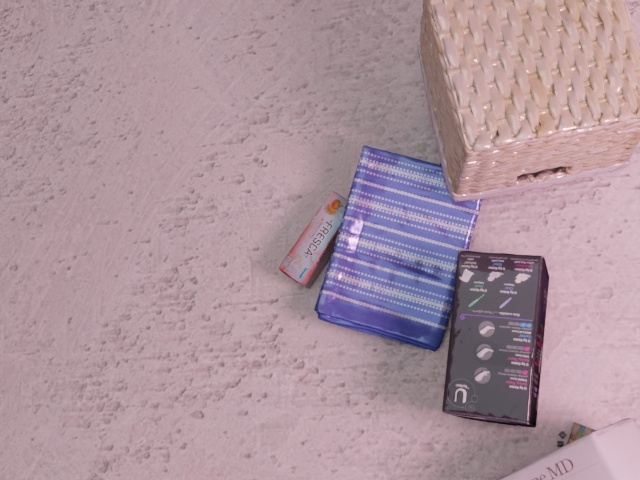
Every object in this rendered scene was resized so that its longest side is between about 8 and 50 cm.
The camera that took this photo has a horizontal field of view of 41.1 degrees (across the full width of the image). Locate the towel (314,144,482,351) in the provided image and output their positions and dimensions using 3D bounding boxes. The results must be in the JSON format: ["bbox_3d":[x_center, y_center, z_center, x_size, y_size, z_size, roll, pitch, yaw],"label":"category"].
[{"bbox_3d":[0.144,0.012,1.555,0.243,0.040,0.336,16,88,10],"label":"towel"}]

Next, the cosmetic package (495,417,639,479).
[{"bbox_3d":[0.452,0.522,1.250,0.230,0.161,0.453,-40,64,33],"label":"cosmetic package"}]

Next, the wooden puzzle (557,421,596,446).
[{"bbox_3d":[0.440,0.335,1.425,0.083,0.006,0.049,19,83,22],"label":"wooden puzzle"}]

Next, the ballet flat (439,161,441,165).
[{"bbox_3d":[0.236,-0.107,1.598,0.057,0.049,0.173,24,90,-5],"label":"ballet flat"}]

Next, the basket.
[{"bbox_3d":[0.350,-0.278,1.439,0.328,0.266,0.332,-11,75,3],"label":"basket"}]

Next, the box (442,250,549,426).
[{"bbox_3d":[0.297,0.167,1.431,0.143,0.165,0.271,3,77,19],"label":"box"}]

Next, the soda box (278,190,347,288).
[{"bbox_3d":[0.000,0.000,1.632,0.058,0.063,0.183,35,89,21],"label":"soda box"}]
